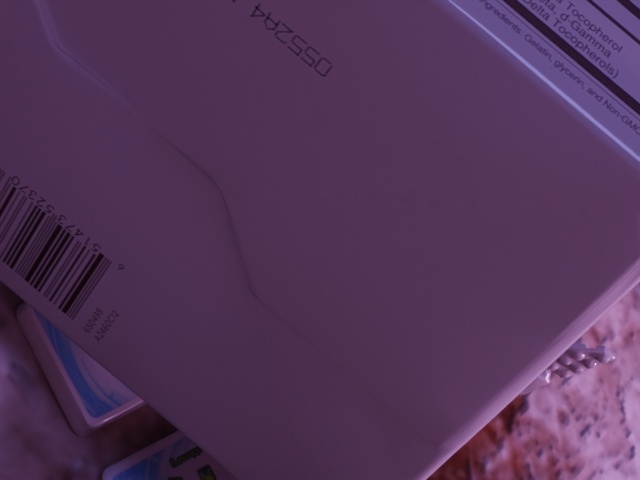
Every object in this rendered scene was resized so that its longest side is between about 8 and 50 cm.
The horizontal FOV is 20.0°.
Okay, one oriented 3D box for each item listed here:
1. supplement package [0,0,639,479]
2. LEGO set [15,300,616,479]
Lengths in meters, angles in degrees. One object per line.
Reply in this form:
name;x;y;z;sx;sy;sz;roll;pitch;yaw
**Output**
supplement package;-0.018;-0.072;0.551;0.262;0.204;0.145;40;46;1
LEGO set;0.000;0.000;0.670;0.244;0.060;0.182;-24;86;-43
